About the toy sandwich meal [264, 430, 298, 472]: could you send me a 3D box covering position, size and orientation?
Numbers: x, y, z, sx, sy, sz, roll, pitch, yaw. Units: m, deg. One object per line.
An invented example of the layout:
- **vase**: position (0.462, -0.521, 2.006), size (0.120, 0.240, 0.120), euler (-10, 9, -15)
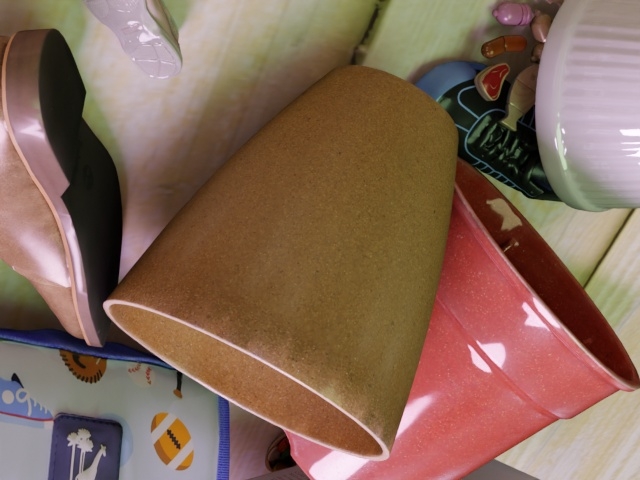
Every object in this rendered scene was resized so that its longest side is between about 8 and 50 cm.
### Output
- **toy sandwich meal**: position (-0.021, 0.233, 1.239), size (0.085, 0.029, 0.085), euler (-21, 138, -20)

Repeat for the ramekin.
- **ramekin**: position (0.285, -0.123, 0.992), size (0.207, 0.109, 0.207), euler (-13, 107, -48)

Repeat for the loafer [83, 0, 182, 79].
- **loafer**: position (-0.129, -0.163, 0.766), size (0.045, 0.039, 0.125), euler (-9, 141, 16)

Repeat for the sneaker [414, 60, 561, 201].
- **sneaker**: position (0.175, -0.091, 1.026), size (0.232, 0.090, 0.081), euler (14, 118, -45)

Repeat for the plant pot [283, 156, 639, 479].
- **plant pot**: position (0.100, 0.104, 1.043), size (0.265, 0.272, 0.272), euler (-41, 142, 15)

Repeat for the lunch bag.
- **lunch bag**: position (-0.268, 0.254, 0.917), size (0.328, 0.239, 0.385), euler (18, 99, -46)

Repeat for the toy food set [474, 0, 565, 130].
- **toy food set**: position (0.168, -0.164, 0.977), size (0.078, 0.019, 0.122), euler (38, 78, -26)

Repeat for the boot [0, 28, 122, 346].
- **boot**: position (-0.211, -0.028, 0.807), size (0.115, 0.112, 0.305), euler (-2, 142, 4)

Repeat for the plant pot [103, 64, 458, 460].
- **plant pot**: position (0.000, 0.000, 0.871), size (0.254, 0.237, 0.237), euler (-62, 145, -16)

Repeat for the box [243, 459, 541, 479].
- **box**: position (0.047, 0.348, 1.163), size (0.345, 0.168, 0.215), euler (-4, 107, -44)
